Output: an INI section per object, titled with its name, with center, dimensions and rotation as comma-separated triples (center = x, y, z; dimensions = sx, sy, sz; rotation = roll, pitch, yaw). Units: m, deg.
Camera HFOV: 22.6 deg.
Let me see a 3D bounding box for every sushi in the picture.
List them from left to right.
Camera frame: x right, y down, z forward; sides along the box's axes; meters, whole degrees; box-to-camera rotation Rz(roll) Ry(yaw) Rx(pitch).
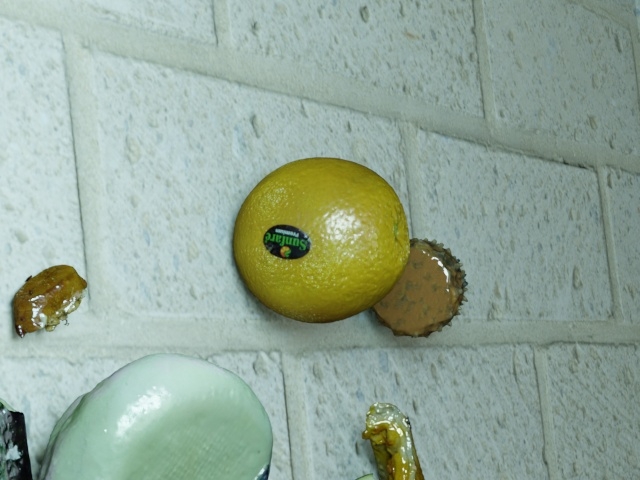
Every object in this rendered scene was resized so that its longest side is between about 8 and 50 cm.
[sushi]
center = -0.294, 0.067, 1.747
dimensions = 0.118, 0.061, 0.060
rotation = -33, 120, -36

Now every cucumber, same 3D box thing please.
[cucumber]
center = -0.324, 0.265, 1.617
dimensions = 0.074, 0.074, 0.241
rotation = -15, 98, -60

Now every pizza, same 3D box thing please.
[pizza]
center = 0.132, 0.394, 2.299
dimensions = 0.182, 0.074, 0.365
rotation = -99, 172, -59

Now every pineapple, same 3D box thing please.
[pineapple]
center = 0.166, 0.063, 2.443
dimensions = 0.279, 0.158, 0.158
rotation = -14, 94, -72

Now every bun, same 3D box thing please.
[bun]
center = -0.202, 0.246, 1.730
dimensions = 0.293, 0.187, 0.293
rotation = -21, 119, -44

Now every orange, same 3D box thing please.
[orange]
center = 0.000, 0.000, 2.089
dimensions = 0.236, 0.236, 0.236
rotation = 24, 62, -55

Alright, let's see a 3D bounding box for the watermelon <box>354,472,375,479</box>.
[watermelon]
center = 0.061, 0.439, 2.209
dimensions = 0.193, 0.137, 0.145
rotation = -61, 167, -49
